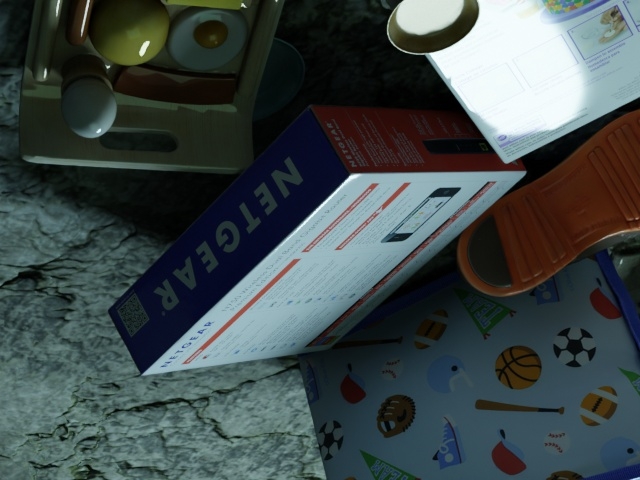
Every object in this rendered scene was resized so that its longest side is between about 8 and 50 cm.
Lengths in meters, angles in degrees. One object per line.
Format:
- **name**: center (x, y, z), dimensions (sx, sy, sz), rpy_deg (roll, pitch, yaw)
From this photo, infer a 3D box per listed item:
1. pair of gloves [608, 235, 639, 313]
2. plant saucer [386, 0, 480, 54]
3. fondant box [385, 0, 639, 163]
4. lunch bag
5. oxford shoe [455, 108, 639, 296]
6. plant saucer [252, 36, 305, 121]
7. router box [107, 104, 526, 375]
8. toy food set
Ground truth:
- **pair of gloves**: center (0.456, 0.005, 1.967), dimensions (0.240, 0.042, 0.204), rpy_deg (-19, 150, 11)
- **plant saucer**: center (0.096, -0.194, 1.416), dimensions (0.083, 0.015, 0.083), rpy_deg (-11, 145, -8)
- **fondant box**: center (0.202, -0.233, 1.501), dimensions (0.238, 0.096, 0.330), rpy_deg (-27, 144, 14)
- **lunch bag**: center (0.208, 0.209, 1.883), dimensions (0.385, 0.328, 0.239), rpy_deg (-30, 145, 20)
- **oxford shoe**: center (0.307, -0.053, 1.796), dimensions (0.363, 0.130, 0.133), rpy_deg (-24, 177, -3)
- **plant saucer**: center (-0.074, -0.157, 1.547), dimensions (0.119, 0.021, 0.119), rpy_deg (-12, 144, -9)
- **router box**: center (0.000, 0.000, 1.656), dimensions (0.335, 0.082, 0.301), rpy_deg (-43, 156, 31)
- **toy food set**: center (-0.131, -0.180, 1.407), dimensions (0.219, 0.092, 0.306), rpy_deg (3, 137, -17)
